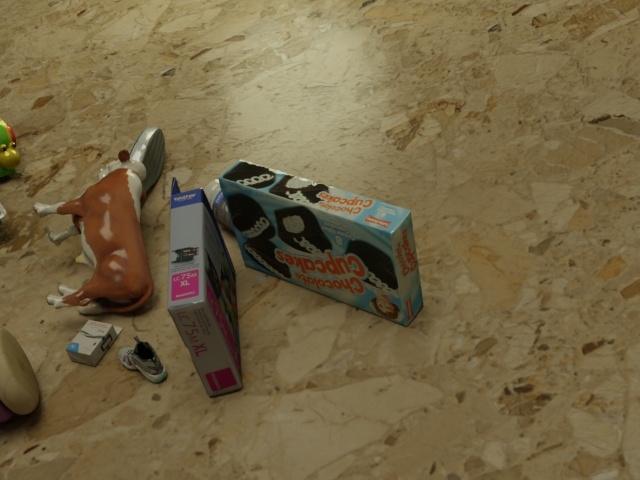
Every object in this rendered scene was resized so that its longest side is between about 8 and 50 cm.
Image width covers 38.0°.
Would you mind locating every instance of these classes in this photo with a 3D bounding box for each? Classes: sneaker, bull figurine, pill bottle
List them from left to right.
[{"bbox_3d":[-0.369,-0.013,1.553,0.188,0.101,0.310,-18,57,1],"label":"bull figurine"},{"bbox_3d":[-0.366,-0.125,1.731,0.091,0.094,0.258,5,44,14],"label":"sneaker"},{"bbox_3d":[-0.272,0.165,1.385,0.098,0.069,0.038,20,49,33],"label":"sneaker"},{"bbox_3d":[-0.140,-0.053,1.600,0.078,0.078,0.137,-37,45,-26],"label":"pill bottle"}]

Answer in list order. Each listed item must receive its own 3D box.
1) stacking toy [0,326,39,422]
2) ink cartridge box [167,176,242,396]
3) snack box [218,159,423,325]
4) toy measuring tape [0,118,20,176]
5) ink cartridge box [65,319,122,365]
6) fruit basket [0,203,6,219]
[{"bbox_3d":[-0.584,0.254,1.339,0.330,0.141,0.141,-26,41,-5],"label":"stacking toy"},{"bbox_3d":[-0.174,0.056,1.397,0.065,0.185,0.311,-15,39,1],"label":"ink cartridge box"},{"bbox_3d":[0.000,0.000,1.415,0.322,0.187,0.060,19,49,33],"label":"snack box"},{"bbox_3d":[-0.728,-0.219,1.914,0.330,0.121,0.121,21,51,33],"label":"toy measuring tape"},{"bbox_3d":[-0.353,0.154,1.453,0.048,0.028,0.083,8,44,23],"label":"ink cartridge box"},{"bbox_3d":[-0.796,-0.090,1.717,0.327,0.165,0.353,-28,62,-18],"label":"fruit basket"}]
